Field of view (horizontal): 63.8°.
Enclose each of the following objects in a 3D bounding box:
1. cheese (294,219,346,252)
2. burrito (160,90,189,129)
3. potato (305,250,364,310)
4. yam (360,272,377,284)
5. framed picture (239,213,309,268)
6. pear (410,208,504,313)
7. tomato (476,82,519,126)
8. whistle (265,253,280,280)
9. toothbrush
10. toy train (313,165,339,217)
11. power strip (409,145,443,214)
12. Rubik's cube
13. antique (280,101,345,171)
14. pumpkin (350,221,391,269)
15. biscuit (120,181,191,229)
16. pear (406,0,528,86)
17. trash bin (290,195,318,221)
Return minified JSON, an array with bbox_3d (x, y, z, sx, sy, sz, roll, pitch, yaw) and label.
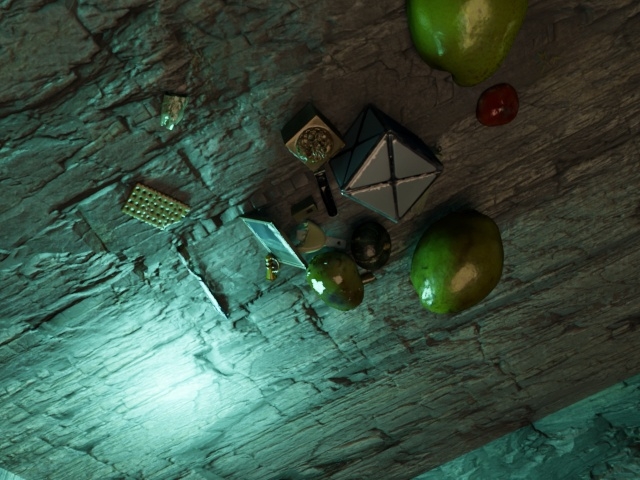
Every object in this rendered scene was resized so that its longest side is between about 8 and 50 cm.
[{"bbox_3d":[-0.001,0.000,1.943,0.235,0.049,0.127,14,78,-32],"label":"cheese"},{"bbox_3d":[-0.451,-0.396,1.577,0.074,0.044,0.118,10,119,-24],"label":"burrito"},{"bbox_3d":[0.064,0.163,2.004,0.210,0.173,0.307,-11,137,24],"label":"potato"},{"bbox_3d":[0.185,0.161,2.126,0.094,0.043,0.043,-21,127,1],"label":"yam"},{"bbox_3d":[-0.164,0.003,1.864,0.023,0.189,0.260,-54,131,-23],"label":"framed picture"},{"bbox_3d":[0.523,0.082,1.956,0.352,0.352,0.414,26,97,-28],"label":"pear"},{"bbox_3d":[0.620,-0.457,1.768,0.155,0.069,0.156,-6,125,-9],"label":"tomato"},{"bbox_3d":[-0.190,0.106,1.990,0.046,0.057,0.109,-23,130,-29],"label":"whistle"},{"bbox_3d":[-0.450,0.176,1.992,0.035,0.042,0.413,4,135,30],"label":"toothbrush"},{"bbox_3d":[0.022,-0.169,1.847,0.043,0.047,0.208,-19,128,2],"label":"toy train"},{"bbox_3d":[0.375,-0.220,1.874,0.052,0.078,0.272,5,124,-15],"label":"power strip"},{"bbox_3d":[0.206,-0.254,1.705,0.260,0.259,0.255,28,113,-25],"label":"Rubik's cube"},{"bbox_3d":[-0.024,-0.328,1.661,0.146,0.148,0.152,-42,121,15],"label":"antique"},{"bbox_3d":[0.192,0.021,1.945,0.146,0.190,0.190,8,128,15],"label":"pumpkin"},{"bbox_3d":[-0.569,-0.109,1.771,0.203,0.016,0.144,28,114,-28],"label":"biscuit"},{"bbox_3d":[0.437,-0.614,1.513,0.342,0.238,0.318,-7,118,-8],"label":"pear"},{"bbox_3d":[-0.059,-0.113,1.861,0.092,0.061,0.043,-29,127,11],"label":"trash bin"}]
